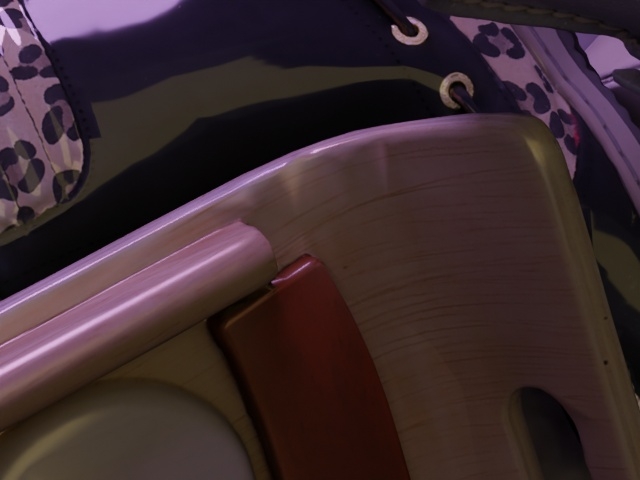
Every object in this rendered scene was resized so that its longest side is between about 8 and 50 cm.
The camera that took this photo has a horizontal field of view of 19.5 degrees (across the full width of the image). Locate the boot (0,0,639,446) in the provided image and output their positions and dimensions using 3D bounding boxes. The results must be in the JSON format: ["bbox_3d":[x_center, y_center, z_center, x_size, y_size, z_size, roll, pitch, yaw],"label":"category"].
[{"bbox_3d":[-0.001,-0.001,0.521,0.178,0.085,0.236,-26,91,-15],"label":"boot"}]

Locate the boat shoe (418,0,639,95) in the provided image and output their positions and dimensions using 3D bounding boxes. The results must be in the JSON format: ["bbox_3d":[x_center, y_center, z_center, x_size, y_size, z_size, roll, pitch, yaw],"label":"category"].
[{"bbox_3d":[0.163,-0.057,0.446,0.320,0.118,0.103,4,81,-25],"label":"boat shoe"}]

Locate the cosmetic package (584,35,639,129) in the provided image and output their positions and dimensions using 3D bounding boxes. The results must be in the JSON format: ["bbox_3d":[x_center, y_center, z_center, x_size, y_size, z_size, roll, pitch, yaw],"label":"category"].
[{"bbox_3d":[0.231,0.017,0.582,0.160,0.113,0.309,-45,100,-16],"label":"cosmetic package"}]

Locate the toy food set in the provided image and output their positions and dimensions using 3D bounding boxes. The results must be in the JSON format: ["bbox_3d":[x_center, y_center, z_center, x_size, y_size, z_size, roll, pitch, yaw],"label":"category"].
[{"bbox_3d":[-0.045,0.132,0.419,0.306,0.092,0.220,-29,113,-23],"label":"toy food set"}]
